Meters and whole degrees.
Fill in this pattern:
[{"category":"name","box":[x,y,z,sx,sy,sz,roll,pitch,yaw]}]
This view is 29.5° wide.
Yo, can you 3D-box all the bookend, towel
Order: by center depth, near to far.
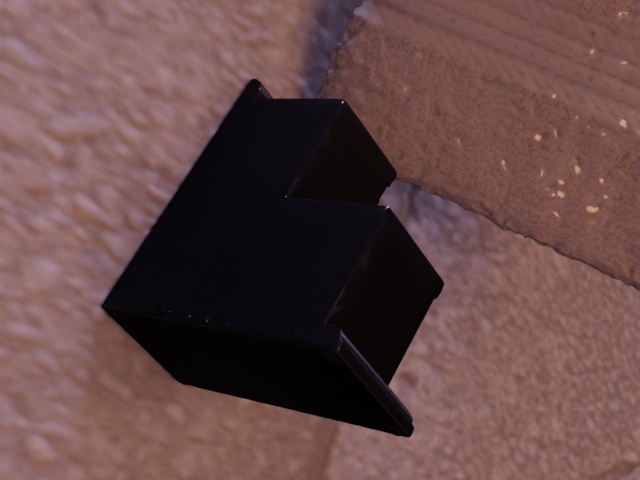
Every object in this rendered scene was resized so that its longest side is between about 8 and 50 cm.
[{"category":"bookend","box":[0.000,0.000,0.603,0.072,0.156,0.157,51,57,-38]},{"category":"towel","box":[0.150,-0.083,0.672,0.049,0.282,0.187,-71,-176,-75]}]
